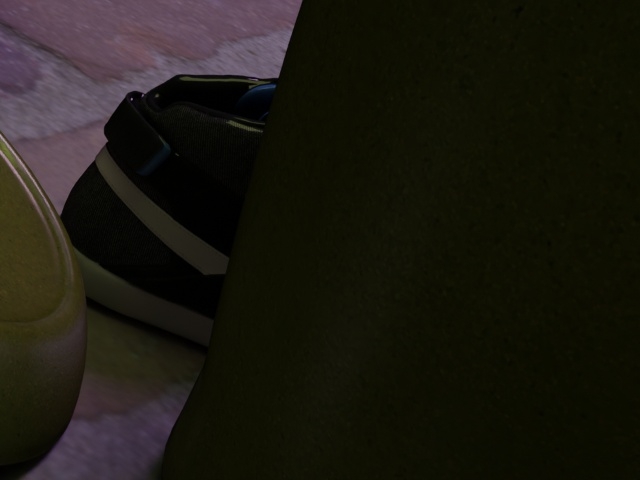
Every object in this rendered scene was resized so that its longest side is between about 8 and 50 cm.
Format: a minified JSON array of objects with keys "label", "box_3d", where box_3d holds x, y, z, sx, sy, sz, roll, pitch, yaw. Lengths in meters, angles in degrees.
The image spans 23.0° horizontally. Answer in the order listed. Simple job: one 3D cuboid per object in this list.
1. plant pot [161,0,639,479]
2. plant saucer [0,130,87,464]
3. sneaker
[{"label":"plant pot","box_3d":[0.123,-0.003,0.541,0.366,0.353,0.366,27,20,-11]},{"label":"plant saucer","box_3d":[-0.164,-0.027,0.555,0.241,0.037,0.241,45,13,-13]},{"label":"sneaker","box_3d":[0.000,0.000,0.700,0.217,0.121,0.079,22,23,-22]}]
